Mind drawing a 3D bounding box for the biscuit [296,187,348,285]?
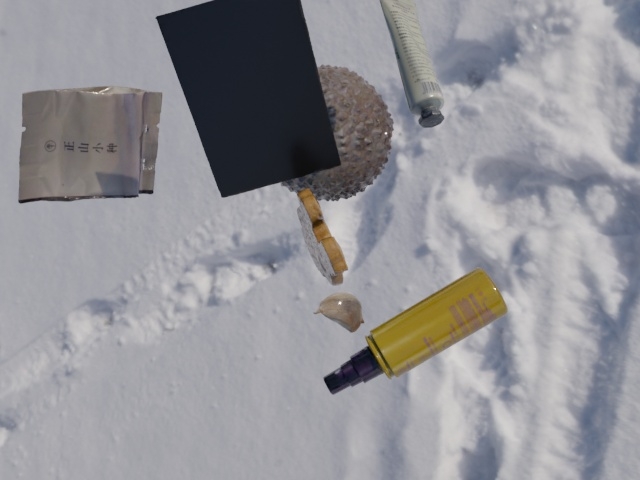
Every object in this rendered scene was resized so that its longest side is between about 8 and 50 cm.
[{"bbox_3d":[0.001,0.003,1.150,0.040,0.236,0.144,-20,81,-4],"label":"biscuit"}]

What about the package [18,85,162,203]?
[{"bbox_3d":[-0.404,-0.168,1.263,0.062,0.251,0.204,33,121,44],"label":"package"}]

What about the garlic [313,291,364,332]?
[{"bbox_3d":[0.053,0.160,1.692,0.066,0.152,0.084,-19,50,35],"label":"garlic"}]

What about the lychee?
[{"bbox_3d":[0.002,-0.210,1.464,0.300,0.300,0.300,-13,69,38],"label":"lychee"}]

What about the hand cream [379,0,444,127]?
[{"bbox_3d":[0.137,-0.275,1.064,0.050,0.080,0.234,-36,58,46],"label":"hand cream"}]

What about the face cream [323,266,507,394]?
[{"bbox_3d":[0.128,0.138,1.014,0.273,0.078,0.078,-31,56,2],"label":"face cream"}]

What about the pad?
[{"bbox_3d":[-0.096,-0.213,1.057,0.202,0.300,0.005,-16,34,2],"label":"pad"}]
